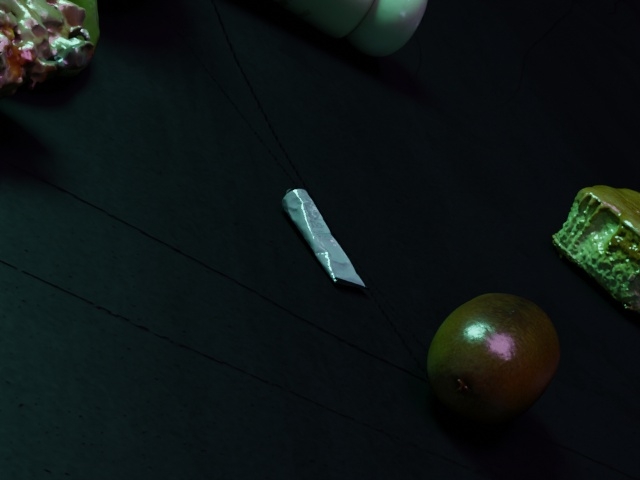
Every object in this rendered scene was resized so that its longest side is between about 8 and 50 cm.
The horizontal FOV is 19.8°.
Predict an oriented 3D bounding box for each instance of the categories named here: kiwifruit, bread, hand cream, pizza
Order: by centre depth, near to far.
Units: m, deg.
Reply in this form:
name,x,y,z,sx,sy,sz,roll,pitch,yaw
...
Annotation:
name,x,y,z,sx,sy,sz,roll,pitch,yaw
pizza,-0.217,-0.108,1.024,0.185,0.052,0.195,10,36,-13
kiwifruit,0.107,0.072,1.128,0.075,0.075,0.124,39,25,11
hand cream,0.000,0.000,1.206,0.030,0.019,0.093,15,35,-46
bread,0.266,0.014,1.498,0.140,0.069,0.128,44,24,27
hand cream,-0.048,-0.260,1.585,0.306,0.093,0.147,26,-1,-19

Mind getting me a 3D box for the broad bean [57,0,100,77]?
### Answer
name,x,y,z,sx,sy,sz,roll,pitch,yaw
broad bean,-0.209,-0.173,1.207,0.153,0.072,0.206,18,38,-29
